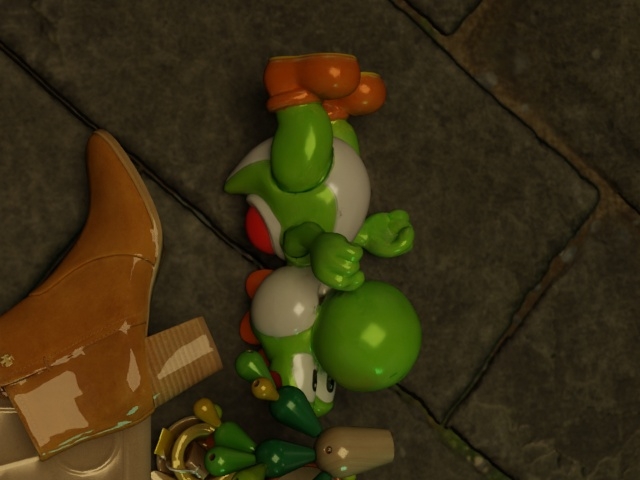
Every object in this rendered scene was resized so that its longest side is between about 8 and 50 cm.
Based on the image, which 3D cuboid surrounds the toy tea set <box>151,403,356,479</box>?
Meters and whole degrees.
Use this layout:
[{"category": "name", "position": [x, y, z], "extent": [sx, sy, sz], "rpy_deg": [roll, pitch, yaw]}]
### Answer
[{"category": "toy tea set", "position": [-0.095, 0.337, 1.480], "extent": [0.200, 0.124, 0.336], "rpy_deg": [20, 78, -14]}]

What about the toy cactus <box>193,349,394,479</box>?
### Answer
[{"category": "toy cactus", "position": [-0.022, 0.211, 1.435], "extent": [0.180, 0.112, 0.219], "rpy_deg": [-4, 60, -16]}]

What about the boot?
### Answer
[{"category": "boot", "position": [-0.242, 0.047, 1.463], "extent": [0.211, 0.104, 0.295], "rpy_deg": [-22, 70, -11]}]

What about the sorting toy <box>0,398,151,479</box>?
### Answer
[{"category": "sorting toy", "position": [-0.267, 0.235, 1.463], "extent": [0.208, 0.038, 0.193], "rpy_deg": [3, 70, -13]}]

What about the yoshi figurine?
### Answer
[{"category": "yoshi figurine", "position": [0.028, 0.001, 1.527], "extent": [0.203, 0.203, 0.362], "rpy_deg": [4, 85, -23]}]
